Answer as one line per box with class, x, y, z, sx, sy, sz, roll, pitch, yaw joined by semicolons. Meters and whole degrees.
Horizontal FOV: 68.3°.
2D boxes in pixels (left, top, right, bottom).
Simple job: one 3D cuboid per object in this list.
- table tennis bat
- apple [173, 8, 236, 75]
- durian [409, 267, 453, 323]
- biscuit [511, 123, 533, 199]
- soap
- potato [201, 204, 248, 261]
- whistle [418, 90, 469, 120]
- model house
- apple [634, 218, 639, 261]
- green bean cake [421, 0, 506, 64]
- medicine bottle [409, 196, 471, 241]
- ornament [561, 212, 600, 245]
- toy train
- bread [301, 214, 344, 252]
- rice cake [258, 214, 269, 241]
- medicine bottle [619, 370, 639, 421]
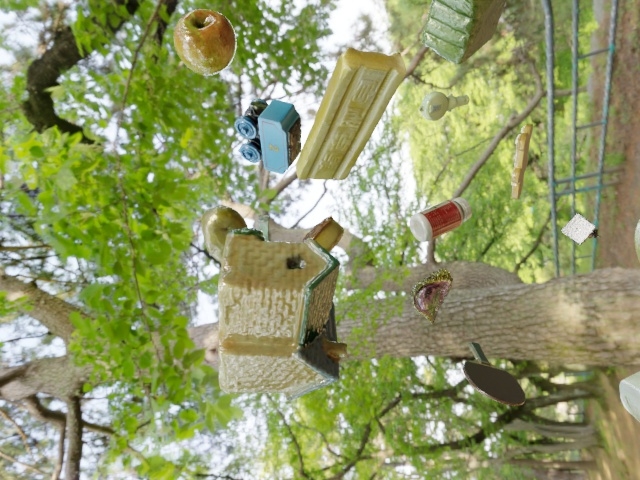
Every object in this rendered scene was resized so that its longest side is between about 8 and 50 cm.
table tennis bat;0.494;0.385;1.396;0.301;0.173;0.022;-88;14;-72
apple;-0.363;-0.621;1.493;0.196;0.196;0.196;-13;-90;-68
durian;0.349;0.164;1.573;0.119;0.108;0.186;-113;38;-63
biscuit;0.632;-0.242;1.499;0.158;0.035;0.240;-40;-44;-45
soap;0.036;-0.179;0.721;0.252;0.092;0.037;121;140;-55
potato;-0.333;-0.026;1.660;0.154;0.137;0.200;-25;-74;-31
whistle;0.541;-0.594;2.064;0.067;0.258;0.126;45;145;51
model house;-0.093;0.180;1.277;0.334;0.342;0.382;-93;8;-51
apple;0.715;0.023;0.740;0.357;0.357;0.357;-13;-90;-68
green bean cake;0.340;-0.539;1.059;0.248;0.125;0.222;-47;-19;-33
medicine bottle;0.510;-0.092;2.001;0.131;0.250;0.131;52;157;34
ornament;0.908;-0.021;1.625;0.203;0.081;0.088;14;-150;-52
toy train;-0.213;-0.454;2.023;0.300;0.265;0.188;90;-156;-51
bread;0.003;-0.003;1.362;0.086;0.156;0.125;41;172;-3
rice cake;-0.223;-0.020;1.840;0.211;0.043;0.034;99;167;-50
medicine bottle;0.936;0.464;1.311;0.179;0.124;0.324;59;-169;17
